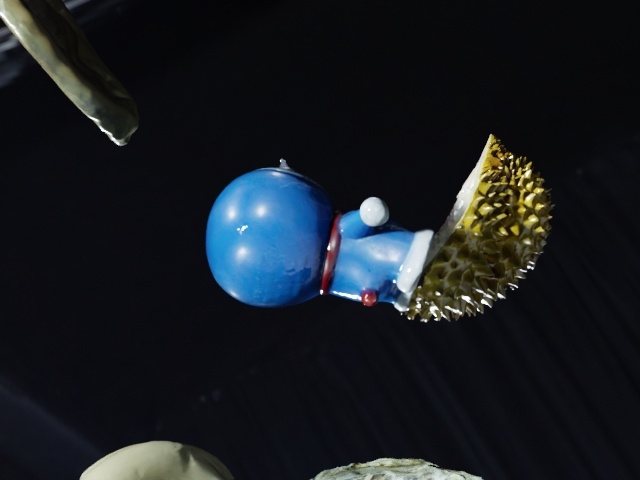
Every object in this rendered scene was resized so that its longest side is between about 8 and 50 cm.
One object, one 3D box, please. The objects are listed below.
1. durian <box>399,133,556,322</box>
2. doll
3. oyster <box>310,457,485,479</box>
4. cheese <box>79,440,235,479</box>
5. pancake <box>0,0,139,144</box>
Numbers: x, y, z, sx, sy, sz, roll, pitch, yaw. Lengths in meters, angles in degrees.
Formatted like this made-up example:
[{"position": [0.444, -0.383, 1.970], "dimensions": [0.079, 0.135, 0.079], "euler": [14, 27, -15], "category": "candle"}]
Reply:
[{"position": [0.199, 0.012, 1.849], "dimensions": [0.138, 0.183, 0.250], "euler": [34, -81, -13], "category": "durian"}, {"position": [0.000, 0.000, 1.679], "dimensions": [0.256, 0.161, 0.215], "euler": [12, -37, -2], "category": "doll"}, {"position": [0.020, 0.330, 1.569], "dimensions": [0.351, 0.158, 0.162], "euler": [-28, -31, -5], "category": "oyster"}, {"position": [-0.206, 0.392, 1.940], "dimensions": [0.233, 0.266, 0.127], "euler": [-25, -4, -41], "category": "cheese"}, {"position": [-0.307, -0.228, 1.797], "dimensions": [0.049, 0.294, 0.294], "euler": [-37, -35, 3], "category": "pancake"}]
